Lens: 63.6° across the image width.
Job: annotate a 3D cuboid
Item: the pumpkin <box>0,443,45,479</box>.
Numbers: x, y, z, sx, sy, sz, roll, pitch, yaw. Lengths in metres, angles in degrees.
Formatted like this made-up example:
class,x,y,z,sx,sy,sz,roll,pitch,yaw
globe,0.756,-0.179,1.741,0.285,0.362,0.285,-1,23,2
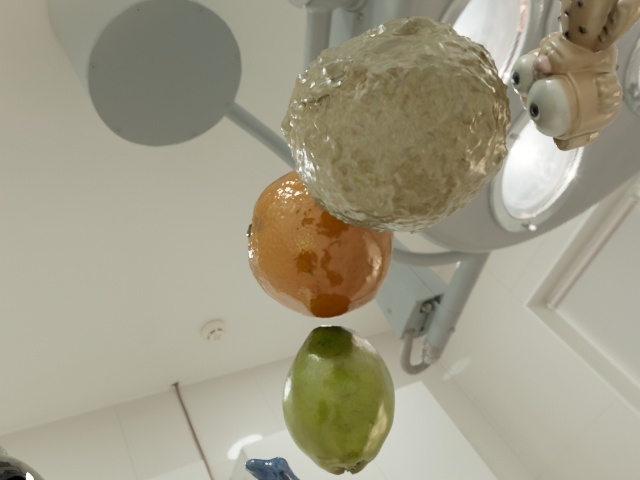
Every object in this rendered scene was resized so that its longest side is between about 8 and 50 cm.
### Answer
class,x,y,z,sx,sy,sz,roll,pitch,yaw
pumpkin,-0.360,0.310,0.383,0.363,0.363,0.266,-49,1,13

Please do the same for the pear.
class,x,y,z,sx,sy,sz,roll,pitch,yaw
pear,0.034,0.290,0.963,0.212,0.269,0.212,-5,-30,-3

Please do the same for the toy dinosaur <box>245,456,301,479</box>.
class,x,y,z,sx,sy,sz,roll,pitch,yaw
toy dinosaur,0.091,0.232,0.349,0.329,0.076,0.144,22,-52,-1

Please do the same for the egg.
class,x,y,z,sx,sy,sz,roll,pitch,yaw
egg,0.093,-0.139,0.670,0.279,0.310,0.279,6,-98,-49

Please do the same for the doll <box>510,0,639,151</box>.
class,x,y,z,sx,sy,sz,roll,pitch,yaw
doll,0.308,-0.246,0.610,0.119,0.154,0.278,-14,-49,-6

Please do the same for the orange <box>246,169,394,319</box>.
class,x,y,z,sx,sy,sz,roll,pitch,yaw
orange,0.000,0.000,1.030,0.312,0.312,0.312,-22,-40,-20
